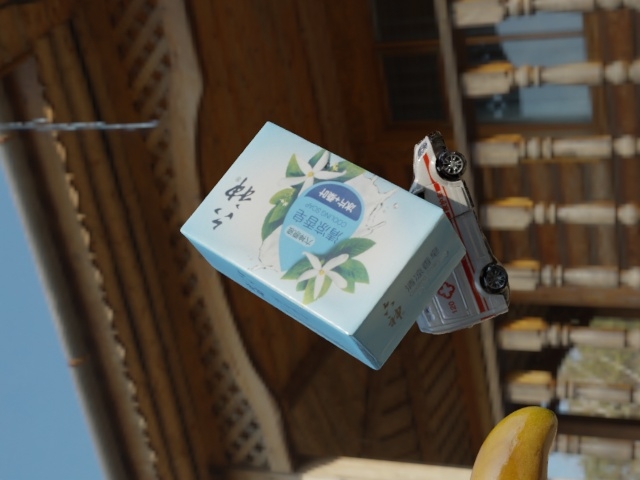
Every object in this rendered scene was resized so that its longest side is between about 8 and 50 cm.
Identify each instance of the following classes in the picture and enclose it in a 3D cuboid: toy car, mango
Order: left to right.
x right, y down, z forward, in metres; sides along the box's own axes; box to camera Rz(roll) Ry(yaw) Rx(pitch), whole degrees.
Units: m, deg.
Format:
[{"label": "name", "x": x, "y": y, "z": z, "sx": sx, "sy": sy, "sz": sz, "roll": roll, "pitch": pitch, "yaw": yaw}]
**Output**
[{"label": "toy car", "x": 0.126, "y": -0.006, "z": 1.246, "sx": 0.089, "sy": 0.108, "sz": 0.210, "roll": -34, "pitch": -76, "yaw": -83}, {"label": "mango", "x": 0.245, "y": 0.296, "z": 1.495, "sx": 0.085, "sy": 0.102, "sz": 0.184, "roll": 34, "pitch": -108, "yaw": -59}]

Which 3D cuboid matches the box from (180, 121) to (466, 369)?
[{"label": "box", "x": 0.000, "y": 0.000, "z": 1.098, "sx": 0.143, "sy": 0.232, "sz": 0.083, "roll": -52, "pitch": -34, "yaw": -11}]
